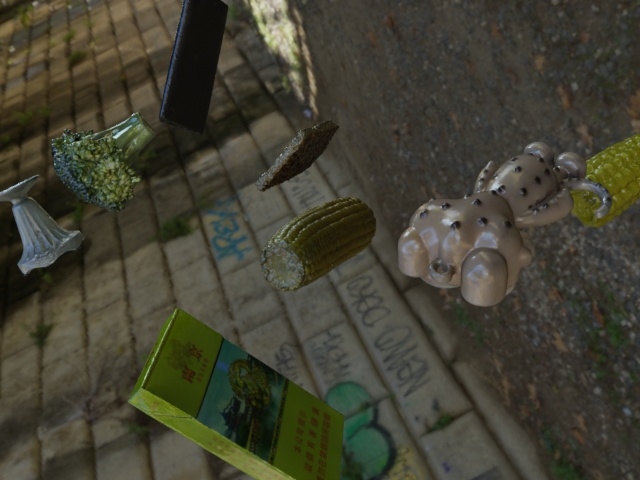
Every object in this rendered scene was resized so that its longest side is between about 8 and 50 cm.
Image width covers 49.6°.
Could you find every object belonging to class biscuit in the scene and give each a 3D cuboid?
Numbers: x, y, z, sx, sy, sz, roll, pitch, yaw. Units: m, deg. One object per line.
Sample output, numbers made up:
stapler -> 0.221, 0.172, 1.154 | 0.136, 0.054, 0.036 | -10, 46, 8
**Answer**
biscuit -> -0.024, -0.151, 1.183 | 0.026, 0.131, 0.237 | 47, -155, 2

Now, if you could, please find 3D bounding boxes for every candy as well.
candy -> 0.468, -0.106, 1.064 | 0.094, 0.198, 0.106 | 57, 174, -2

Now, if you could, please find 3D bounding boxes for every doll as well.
doll -> 0.220, -0.028, 0.827 | 0.154, 0.278, 0.119 | 36, 147, 40

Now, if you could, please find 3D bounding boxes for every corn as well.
corn -> 0.000, 0.000, 1.335 | 0.131, 0.131, 0.344 | 63, -151, -2

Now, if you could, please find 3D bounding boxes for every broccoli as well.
broccoli -> -0.505, -0.207, 1.625 | 0.247, 0.243, 0.263 | 49, 177, 25

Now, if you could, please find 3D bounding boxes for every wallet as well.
wallet -> -0.293, -0.416, 1.598 | 0.170, 0.044, 0.322 | 8, -85, -69

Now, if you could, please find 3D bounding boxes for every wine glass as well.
wine glass -> -0.669, -0.040, 1.620 | 0.165, 0.164, 0.197 | -123, 8, -72

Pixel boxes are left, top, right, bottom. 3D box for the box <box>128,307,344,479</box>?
box -> -0.110, 0.253, 1.035 | 0.335, 0.047, 0.187 | 35, -152, -14
